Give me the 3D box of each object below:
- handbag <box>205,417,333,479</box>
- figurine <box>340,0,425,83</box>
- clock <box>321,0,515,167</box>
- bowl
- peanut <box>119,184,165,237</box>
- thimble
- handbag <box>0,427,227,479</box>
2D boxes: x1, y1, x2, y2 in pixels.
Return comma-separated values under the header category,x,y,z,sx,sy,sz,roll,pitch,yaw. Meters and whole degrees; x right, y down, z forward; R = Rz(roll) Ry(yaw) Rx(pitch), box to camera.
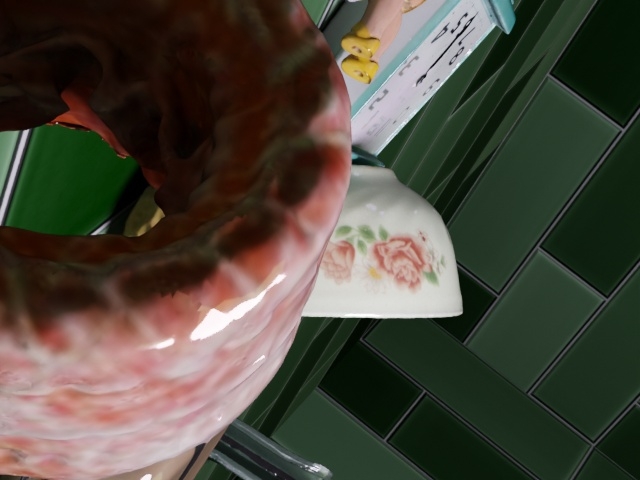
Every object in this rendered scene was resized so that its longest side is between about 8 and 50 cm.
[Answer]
category,x,y,z,sx,sy,sz,roll,pitch,yaw
handbag,-0.106,0.285,1.894,0.079,0.247,0.260,-56,172,-13
figurine,0.078,-0.237,1.123,0.240,0.116,0.174,-49,171,-18
clock,0.073,-0.186,1.375,0.231,0.116,0.262,-48,171,8
bowl,0.000,0.000,1.364,0.277,0.277,0.145,-7,99,-78
peanut,-0.068,-0.048,1.163,0.233,0.110,0.197,-53,172,-6
thimble,-0.111,-0.031,0.585,0.239,0.239,0.162,-47,172,-30
handbag,-0.239,0.256,1.414,0.302,0.149,0.283,-54,170,27
